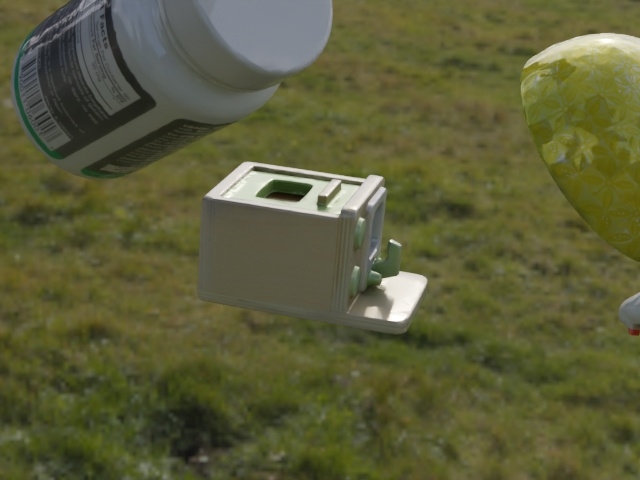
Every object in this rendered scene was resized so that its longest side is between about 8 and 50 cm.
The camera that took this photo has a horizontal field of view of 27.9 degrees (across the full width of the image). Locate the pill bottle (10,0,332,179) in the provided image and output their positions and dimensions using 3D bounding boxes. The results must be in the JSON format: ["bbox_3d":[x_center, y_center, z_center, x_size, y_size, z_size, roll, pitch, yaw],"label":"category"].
[{"bbox_3d":[-0.162,-0.201,1.362,0.204,0.204,0.361,-12,-4,-40],"label":"pill bottle"}]

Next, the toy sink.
[{"bbox_3d":[0.000,0.000,1.424,0.234,0.131,0.153,10,21,13],"label":"toy sink"}]

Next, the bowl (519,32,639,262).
[{"bbox_3d":[0.379,-0.133,1.460,0.156,0.289,0.289,-36,-9,35],"label":"bowl"}]

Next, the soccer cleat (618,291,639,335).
[{"bbox_3d":[0.306,0.037,0.988,0.068,0.076,0.196,9,-12,-28],"label":"soccer cleat"}]
